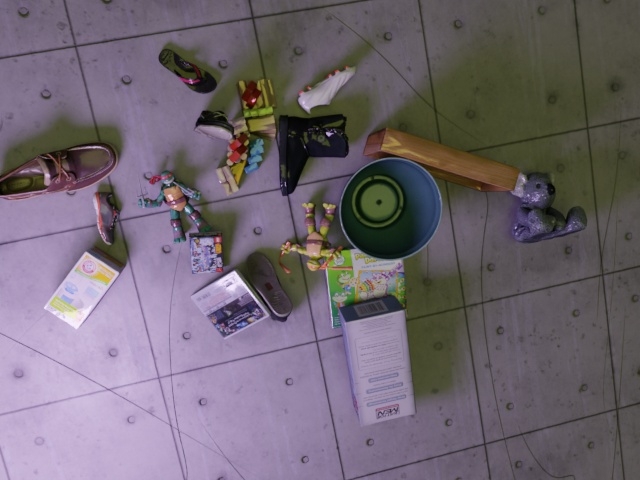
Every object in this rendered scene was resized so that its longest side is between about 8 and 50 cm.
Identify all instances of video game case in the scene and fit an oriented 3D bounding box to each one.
[{"bbox_3d":[-0.269,0.193,1.671,0.191,0.022,0.173,-30,103,25],"label":"video game case"}]

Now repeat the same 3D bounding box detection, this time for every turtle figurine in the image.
[{"bbox_3d":[0.000,0.000,1.662,0.087,0.270,0.217,13,82,-52],"label":"turtle figurine"},{"bbox_3d":[-0.413,-0.114,1.599,0.176,0.118,0.234,-15,118,11],"label":"turtle figurine"}]

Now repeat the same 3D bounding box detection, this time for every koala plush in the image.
[{"bbox_3d":[0.683,-0.114,1.757,0.197,0.203,0.221,-5,78,-17],"label":"koala plush"}]

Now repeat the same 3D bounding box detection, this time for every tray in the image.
[{"bbox_3d":[0.350,-0.235,1.652,0.411,0.203,0.076,16,92,-11],"label":"tray"}]

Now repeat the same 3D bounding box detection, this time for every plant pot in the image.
[{"bbox_3d":[0.188,-0.104,1.649,0.294,0.196,0.292,-1,102,-6],"label":"plant pot"}]

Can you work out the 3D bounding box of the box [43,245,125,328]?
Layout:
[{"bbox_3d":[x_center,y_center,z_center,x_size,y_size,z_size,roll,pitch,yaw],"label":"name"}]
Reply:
[{"bbox_3d":[-0.671,0.131,1.600,0.114,0.103,0.203,37,91,-12],"label":"box"}]

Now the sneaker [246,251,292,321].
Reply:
[{"bbox_3d":[-0.165,0.149,1.699,0.083,0.118,0.221,-24,72,-18],"label":"sneaker"}]

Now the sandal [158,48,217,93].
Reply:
[{"bbox_3d":[-0.380,-0.479,1.589,0.179,0.040,0.067,32,92,-12],"label":"sandal"}]

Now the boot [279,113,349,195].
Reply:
[{"bbox_3d":[-0.019,-0.253,1.649,0.208,0.094,0.246,0,92,-5],"label":"boot"}]

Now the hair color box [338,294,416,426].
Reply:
[{"bbox_3d":[0.178,0.374,1.730,0.186,0.113,0.374,-11,110,-6],"label":"hair color box"}]

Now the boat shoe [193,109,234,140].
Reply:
[{"bbox_3d":[-0.289,-0.322,1.531,0.084,0.233,0.079,25,91,-29],"label":"boat shoe"}]

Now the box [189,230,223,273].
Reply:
[{"bbox_3d":[-0.335,0.036,1.644,0.094,0.027,0.136,-4,127,-11],"label":"box"}]

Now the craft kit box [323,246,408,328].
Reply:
[{"bbox_3d":[0.142,0.137,1.753,0.250,0.061,0.246,-8,97,-8],"label":"craft kit box"}]

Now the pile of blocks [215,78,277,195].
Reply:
[{"bbox_3d":[-0.203,-0.296,1.606,0.149,0.112,0.361,14,96,-10],"label":"pile of blocks"}]

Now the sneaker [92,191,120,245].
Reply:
[{"bbox_3d":[-0.607,-0.065,1.606,0.065,0.061,0.157,-11,100,-14],"label":"sneaker"}]

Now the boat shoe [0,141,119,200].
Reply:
[{"bbox_3d":[-0.731,-0.186,1.535,0.342,0.123,0.123,-16,100,-6],"label":"boat shoe"}]

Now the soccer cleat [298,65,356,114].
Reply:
[{"bbox_3d":[0.026,-0.447,1.648,0.196,0.068,0.076,-30,106,4],"label":"soccer cleat"}]
